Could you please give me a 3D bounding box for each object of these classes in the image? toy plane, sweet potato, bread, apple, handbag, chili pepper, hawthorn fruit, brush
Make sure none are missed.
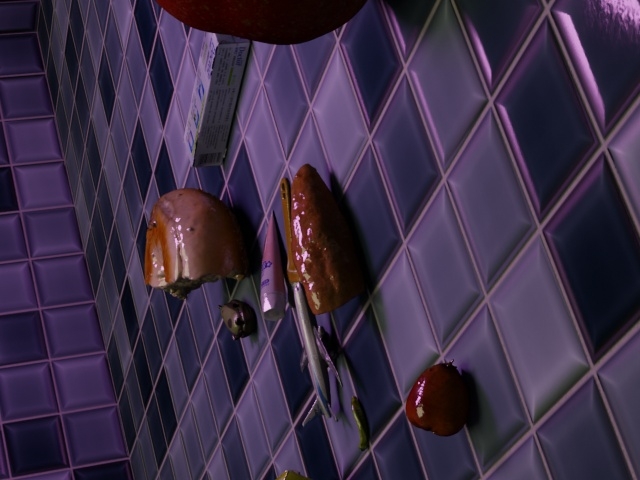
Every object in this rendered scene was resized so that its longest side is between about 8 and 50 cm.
[{"bbox_3d":[-0.007,0.176,2.127,0.226,0.058,0.226,180,86,-74],"label":"toy plane"},{"bbox_3d":[0.000,0.000,2.000,0.097,0.097,0.252,113,148,-55],"label":"sweet potato"},{"bbox_3d":[-0.238,0.000,2.538,0.314,0.171,0.192,151,113,-68],"label":"bread"},{"bbox_3d":[-0.078,-0.401,1.717,0.348,0.348,0.277,-124,27,-51],"label":"apple"},{"bbox_3d":[-0.157,0.146,2.547,0.111,0.047,0.072,-140,47,-59],"label":"handbag"},{"bbox_3d":[0.057,0.274,2.040,0.030,0.017,0.083,153,108,-71],"label":"chili pepper"},{"bbox_3d":[0.150,0.193,1.682,0.093,0.081,0.081,-69,19,-7],"label":"hawthorn fruit"},{"bbox_3d":[-0.049,0.005,2.254,0.082,0.010,0.218,178,87,-71],"label":"brush"}]

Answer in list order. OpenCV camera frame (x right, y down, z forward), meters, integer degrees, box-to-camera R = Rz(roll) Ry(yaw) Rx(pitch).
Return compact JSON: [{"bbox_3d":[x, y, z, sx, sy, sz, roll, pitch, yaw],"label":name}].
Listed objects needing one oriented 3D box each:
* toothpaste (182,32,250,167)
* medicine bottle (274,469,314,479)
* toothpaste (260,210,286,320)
[{"bbox_3d":[-0.191,-0.267,2.469,0.337,0.067,0.081,110,148,-51],"label":"toothpaste"},{"bbox_3d":[-0.053,0.493,2.085,0.250,0.137,0.141,-65,7,-26],"label":"medicine bottle"},{"bbox_3d":[-0.082,0.044,2.302,0.067,0.042,0.195,107,163,-51],"label":"toothpaste"}]
